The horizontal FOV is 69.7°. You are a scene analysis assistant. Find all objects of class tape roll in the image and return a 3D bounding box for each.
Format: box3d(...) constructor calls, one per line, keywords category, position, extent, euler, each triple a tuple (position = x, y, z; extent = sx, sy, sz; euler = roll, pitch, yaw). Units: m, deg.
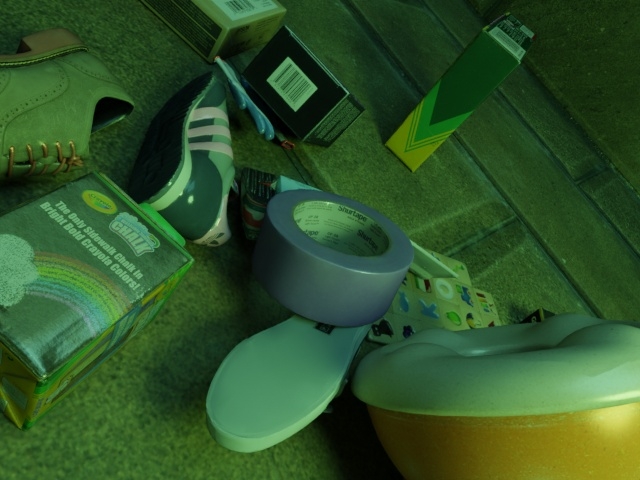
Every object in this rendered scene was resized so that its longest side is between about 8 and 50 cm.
box3d(category="tape roll", position=(0.014, 0.014, 0.575), extent=(0.189, 0.080, 0.189), euler=(16, 27, -9))

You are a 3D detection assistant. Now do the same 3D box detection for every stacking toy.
box3d(category="stacking toy", position=(0.234, 0.331, 0.490), extent=(0.351, 0.351, 0.479), euler=(-1, 80, -41))

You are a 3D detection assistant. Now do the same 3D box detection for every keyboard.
box3d(category="keyboard", position=(0.122, 0.008, 0.739), extent=(0.256, 0.072, 0.014), euler=(31, 62, -33))

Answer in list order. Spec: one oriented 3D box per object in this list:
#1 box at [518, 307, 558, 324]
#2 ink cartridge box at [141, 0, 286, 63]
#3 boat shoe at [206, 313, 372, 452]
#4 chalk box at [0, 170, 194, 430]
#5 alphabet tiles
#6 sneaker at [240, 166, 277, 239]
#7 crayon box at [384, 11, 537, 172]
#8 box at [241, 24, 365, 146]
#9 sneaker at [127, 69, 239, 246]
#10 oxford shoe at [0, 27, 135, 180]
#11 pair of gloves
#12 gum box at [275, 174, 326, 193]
box3d(category="box", position=(0.536, 0.299, 0.851), extent=(0.322, 0.079, 0.257), euler=(25, 45, -7))
box3d(category="ink cartridge box", position=(-0.205, -0.466, 0.900), extent=(0.193, 0.088, 0.234), euler=(42, 41, -5))
box3d(category="boat shoe", position=(-0.020, 0.143, 0.533), extent=(0.113, 0.104, 0.306), euler=(21, 28, 15))
box3d(category="chalk box", position=(-0.223, 0.037, 0.433), extent=(0.132, 0.132, 0.213), euler=(43, 39, -1))
box3d(category="alphabet tiles", position=(0.208, 0.129, 0.809), extent=(0.343, 0.011, 0.285), euler=(19, 47, -28))
box3d(category="sneaker", position=(-0.097, -0.055, 0.677), extent=(0.057, 0.075, 0.161), euler=(14, 21, -15))
box3d(category="crayon box", position=(0.336, -0.356, 1.086), extent=(0.106, 0.313, 0.363), euler=(42, 41, 1))
box3d(category="box", position=(-0.020, -0.258, 0.810), extent=(0.153, 0.108, 0.207), euler=(47, 16, 1))
box3d(category="sneaker", position=(-0.170, -0.121, 0.652), extent=(0.131, 0.112, 0.318), euler=(49, 29, -38))
box3d(category="oxford shoe", position=(-0.320, -0.117, 0.490), extent=(0.130, 0.123, 0.348), euler=(38, 42, -17))
box3d(category="pair of gloves", position=(-0.106, -0.228, 0.769), extent=(0.159, 0.023, 0.198), euler=(57, 12, 5))
box3d(category="gum box", position=(0.000, 0.000, 0.718), extent=(0.157, 0.041, 0.184), euler=(17, 47, -29))
